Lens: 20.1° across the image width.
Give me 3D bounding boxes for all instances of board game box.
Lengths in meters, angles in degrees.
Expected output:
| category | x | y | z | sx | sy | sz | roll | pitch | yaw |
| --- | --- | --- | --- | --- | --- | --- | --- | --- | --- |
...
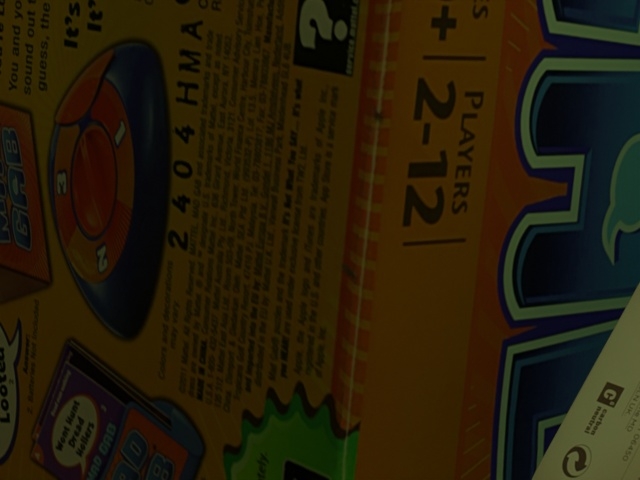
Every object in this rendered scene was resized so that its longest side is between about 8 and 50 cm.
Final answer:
| category | x | y | z | sx | sy | sz | roll | pitch | yaw |
| --- | --- | --- | --- | --- | --- | --- | --- | --- | --- |
| board game box | 0.038 | -0.055 | 0.802 | 0.356 | 0.356 | 0.356 | -4 | 15 | -41 |

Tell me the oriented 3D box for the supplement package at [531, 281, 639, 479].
| category | x | y | z | sx | sy | sz | roll | pitch | yaw |
| --- | --- | --- | --- | --- | --- | --- | --- | --- | --- |
| supplement package | 0.247 | 0.066 | 0.524 | 0.198 | 0.199 | 0.263 | 35 | -9 | -35 |
